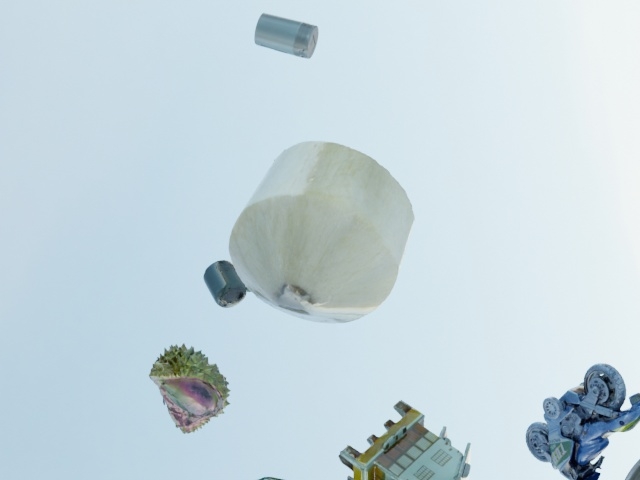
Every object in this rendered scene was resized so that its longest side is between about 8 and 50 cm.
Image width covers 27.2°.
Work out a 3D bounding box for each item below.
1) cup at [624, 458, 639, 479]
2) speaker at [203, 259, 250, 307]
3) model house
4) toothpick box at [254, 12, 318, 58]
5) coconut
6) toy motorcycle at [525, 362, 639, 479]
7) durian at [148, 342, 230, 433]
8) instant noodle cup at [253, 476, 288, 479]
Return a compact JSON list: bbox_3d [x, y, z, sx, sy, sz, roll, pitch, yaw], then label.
[{"bbox_3d":[0.654,0.460,2.075,0.371,0.253,0.253,24,-119,-45],"label":"cup"},{"bbox_3d":[-0.149,0.068,2.287,0.075,0.094,0.060,58,169,34],"label":"speaker"},{"bbox_3d":[0.173,0.460,2.488,0.198,0.215,0.224,-35,-39,-31],"label":"model house"},{"bbox_3d":[-0.050,-0.301,1.938,0.052,0.083,0.052,16,-90,-77],"label":"toothpick box"},{"bbox_3d":[0.000,0.000,1.545,0.202,0.202,0.222,67,-148,-32],"label":"coconut"},{"bbox_3d":[0.405,0.290,2.015,0.092,0.254,0.135,-15,-118,-37],"label":"toy motorcycle"},{"bbox_3d":[-0.193,0.234,2.167,0.186,0.108,0.119,69,-151,-43],"label":"durian"},{"bbox_3d":[-0.163,0.569,2.539,0.240,0.178,0.240,10,-104,-45],"label":"instant noodle cup"}]
